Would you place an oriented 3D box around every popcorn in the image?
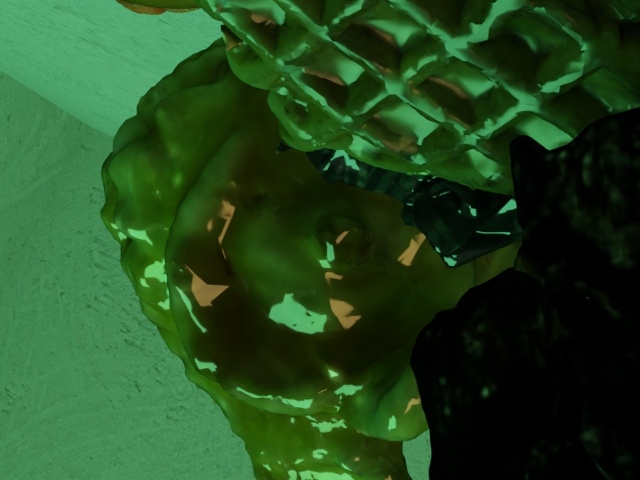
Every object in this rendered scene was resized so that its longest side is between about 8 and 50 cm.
[{"bbox_3d":[0.007,0.006,0.921,0.335,0.279,0.274,45,148,-4],"label":"popcorn"}]

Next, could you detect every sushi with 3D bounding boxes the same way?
[{"bbox_3d":[0.162,0.066,0.410,0.234,0.207,0.348,19,148,-31],"label":"sushi"}]

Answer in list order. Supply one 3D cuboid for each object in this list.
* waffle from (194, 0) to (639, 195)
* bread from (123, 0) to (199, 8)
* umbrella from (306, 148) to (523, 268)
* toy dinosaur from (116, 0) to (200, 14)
[{"bbox_3d":[0.056,-0.080,0.440,0.214,0.054,0.208,7,142,16],"label":"waffle"},{"bbox_3d":[-0.107,-0.171,0.654,0.189,0.077,0.114,30,140,28],"label":"bread"},{"bbox_3d":[0.139,-0.026,0.572,0.337,0.154,0.128,27,-143,10],"label":"umbrella"},{"bbox_3d":[-0.058,-0.151,0.736,0.280,0.055,0.101,2,-154,9],"label":"toy dinosaur"}]
